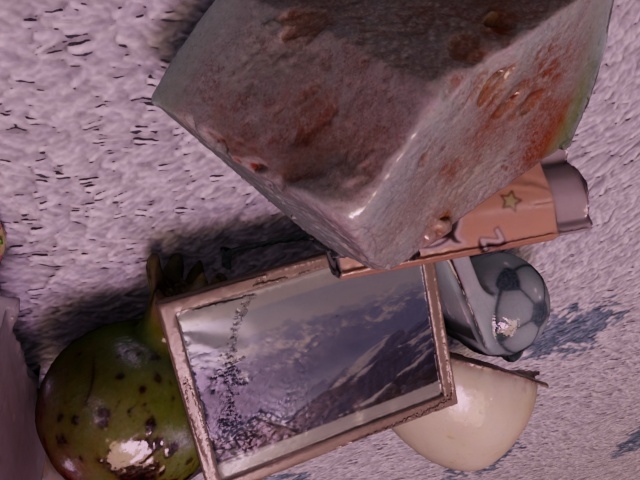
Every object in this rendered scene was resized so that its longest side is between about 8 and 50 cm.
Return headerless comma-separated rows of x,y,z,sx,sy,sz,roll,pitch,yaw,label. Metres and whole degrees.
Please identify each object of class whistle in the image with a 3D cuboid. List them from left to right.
0.234,0.064,0.920,0.163,0.163,0.290,-24,117,6,whistle

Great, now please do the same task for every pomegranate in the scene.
-0.217,0.170,0.835,0.242,0.242,0.306,39,70,-43,pomegranate

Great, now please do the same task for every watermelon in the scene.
0.046,-0.087,0.533,0.387,0.258,0.228,-7,127,10,watermelon

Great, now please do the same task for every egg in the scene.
0.179,0.246,0.979,0.286,0.174,0.264,20,169,-25,egg

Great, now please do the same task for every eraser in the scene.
0.141,-0.059,0.744,0.290,0.171,0.087,-10,164,-9,eraser

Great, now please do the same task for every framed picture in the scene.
-0.001,0.138,0.778,0.334,0.022,0.248,-15,104,-17,framed picture

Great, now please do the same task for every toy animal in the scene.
-0.003,-0.002,0.817,0.252,0.070,0.079,-11,121,-4,toy animal

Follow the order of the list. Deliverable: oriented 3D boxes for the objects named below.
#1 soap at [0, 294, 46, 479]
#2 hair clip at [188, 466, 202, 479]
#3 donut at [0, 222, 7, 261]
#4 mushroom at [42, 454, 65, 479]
-0.546,0.221,0.705,0.434,0.213,0.350,1,148,-14,soap
-0.154,0.348,1.129,0.256,0.075,0.146,-16,140,-12,hair clip
-0.419,0.007,0.677,0.174,0.068,0.175,-9,137,-8,donut
-0.512,0.404,0.982,0.243,0.244,0.244,-10,137,-9,mushroom
